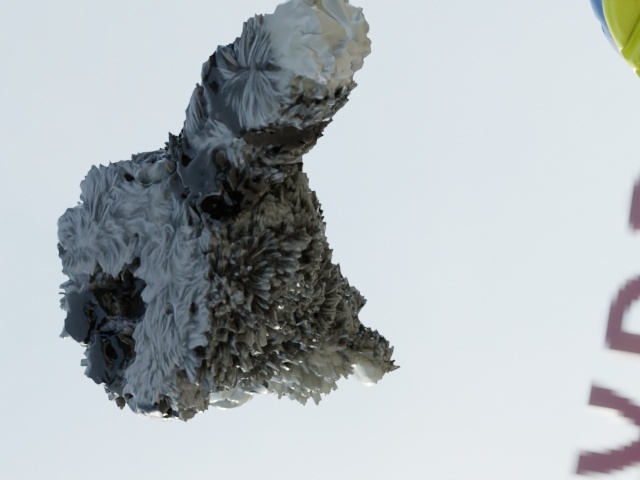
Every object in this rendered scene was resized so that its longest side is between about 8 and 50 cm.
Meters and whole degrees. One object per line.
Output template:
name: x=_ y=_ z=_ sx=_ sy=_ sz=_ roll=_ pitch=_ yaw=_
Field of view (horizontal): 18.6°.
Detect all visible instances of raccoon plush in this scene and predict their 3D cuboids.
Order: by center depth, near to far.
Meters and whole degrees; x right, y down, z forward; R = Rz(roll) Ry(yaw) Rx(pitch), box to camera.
raccoon plush: x=0.000 y=0.000 z=1.562 sx=0.299 sy=0.446 sz=0.216 roll=-2 pitch=-117 yaw=-43

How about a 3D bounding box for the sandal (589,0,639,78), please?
sandal: x=0.321 y=-0.179 z=1.595 sx=0.317 sy=0.138 sz=0.126 roll=23 pitch=-65 yaw=-41
